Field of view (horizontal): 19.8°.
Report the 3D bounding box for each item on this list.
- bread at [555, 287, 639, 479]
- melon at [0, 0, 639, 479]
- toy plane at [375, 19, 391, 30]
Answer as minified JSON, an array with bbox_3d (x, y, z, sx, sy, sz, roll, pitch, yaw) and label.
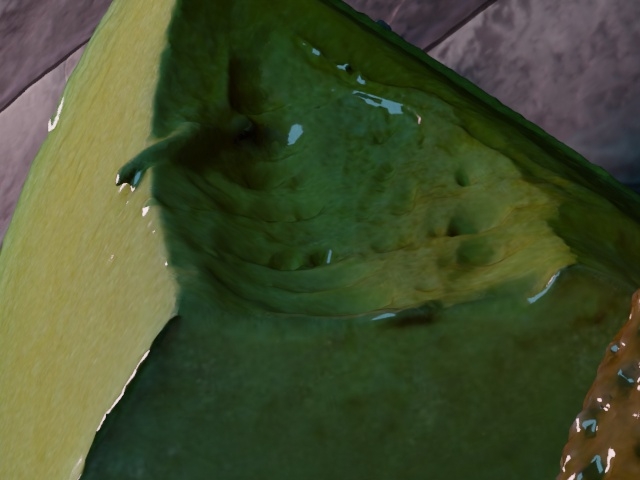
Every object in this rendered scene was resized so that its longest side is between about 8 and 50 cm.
[{"bbox_3d":[0.179,0.075,0.481,0.176,0.195,0.246,1,58,57],"label":"bread"},{"bbox_3d":[0.000,0.000,0.713,0.331,0.226,0.343,-21,25,2],"label":"melon"},{"bbox_3d":[-0.034,-0.027,0.942,0.235,0.060,0.096,-49,13,-7],"label":"toy plane"}]
